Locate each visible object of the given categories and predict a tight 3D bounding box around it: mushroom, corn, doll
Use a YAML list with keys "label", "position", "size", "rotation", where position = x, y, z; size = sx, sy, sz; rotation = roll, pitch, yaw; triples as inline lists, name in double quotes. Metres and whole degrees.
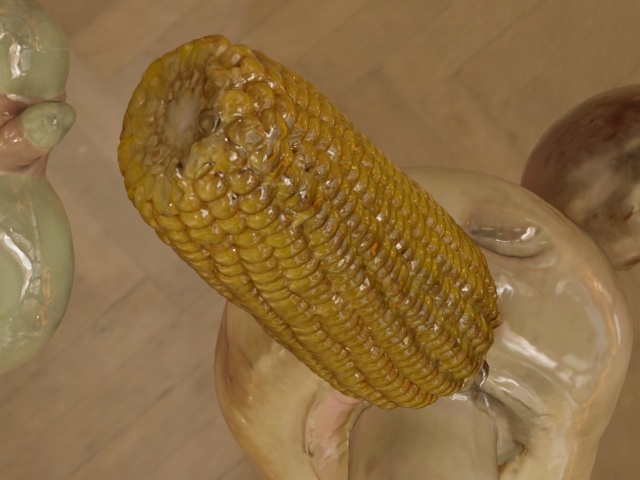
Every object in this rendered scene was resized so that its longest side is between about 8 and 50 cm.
- label: "mushroom"
  position: [0.306, -0.052, 1.676]
  size: [0.226, 0.226, 0.178]
  rotation: [-33, 110, 17]
- label: "mushroom"
  position: [0.101, 0.123, 1.391]
  size: [0.353, 0.325, 0.353]
  rotation: [-11, 73, 39]
- label: "corn"
  position: [0.000, 0.000, 1.060]
  size: [0.144, 0.387, 0.144]
  rotation: [-13, 61, 25]
- label: "doll"
  position: [-0.189, -0.028, 0.961]
  size: [0.155, 0.113, 0.275]
  rotation: [16, 114, 51]
